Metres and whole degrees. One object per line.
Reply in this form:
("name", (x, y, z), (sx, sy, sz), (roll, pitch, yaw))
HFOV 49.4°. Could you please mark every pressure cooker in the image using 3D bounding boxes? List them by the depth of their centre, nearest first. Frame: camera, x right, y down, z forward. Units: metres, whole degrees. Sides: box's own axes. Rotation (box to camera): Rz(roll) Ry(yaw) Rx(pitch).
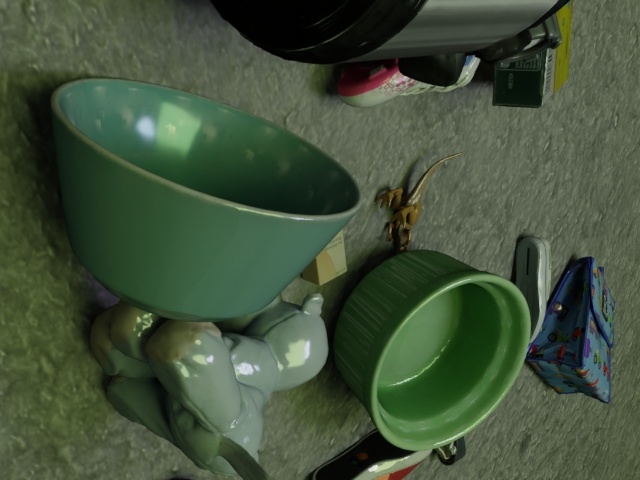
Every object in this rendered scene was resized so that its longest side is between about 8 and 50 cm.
("pressure cooker", (0.107, -0.371, 0.728), (0.420, 0.370, 0.375), (-19, 79, -42))

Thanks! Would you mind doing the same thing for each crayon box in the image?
("crayon box", (0.360, -0.344, 1.149), (0.318, 0.081, 0.202), (-35, 128, -58))

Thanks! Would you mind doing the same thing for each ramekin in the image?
("ramekin", (0.168, 0.162, 1.099), (0.304, 0.148, 0.303), (-14, 119, -26))

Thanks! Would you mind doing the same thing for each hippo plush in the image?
("hippo plush", (-0.092, 0.125, 0.808), (0.236, 0.294, 0.234), (-38, 150, -38))

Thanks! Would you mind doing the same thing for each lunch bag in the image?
("lunch bag", (0.605, 0.192, 1.610), (0.221, 0.138, 0.293), (42, 62, -42))

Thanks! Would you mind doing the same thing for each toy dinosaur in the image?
("toy dinosaur", (0.144, -0.059, 1.117), (0.112, 0.064, 0.211), (0, 114, -57))

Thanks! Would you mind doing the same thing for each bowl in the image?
("bowl", (-0.129, -0.031, 0.710), (0.312, 0.311, 0.163), (1, 119, -44))

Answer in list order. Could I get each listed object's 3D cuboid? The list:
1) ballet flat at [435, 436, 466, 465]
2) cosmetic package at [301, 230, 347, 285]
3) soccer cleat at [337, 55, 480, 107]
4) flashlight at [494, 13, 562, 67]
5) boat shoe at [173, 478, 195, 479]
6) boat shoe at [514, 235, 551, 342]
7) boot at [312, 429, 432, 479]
("ballet flat", (0.241, 0.358, 1.338), (0.074, 0.074, 0.203), (-35, 128, -31))
("cosmetic package", (0.000, 0.000, 1.000), (0.060, 0.041, 0.115), (-28, 122, -35))
("soccer cleat", (0.163, -0.259, 1.011), (0.331, 0.116, 0.143), (-43, 126, -26))
("flashlight", (0.241, -0.397, 0.953), (0.103, 0.103, 0.303), (-10, 83, -31))
("boat shoe", (-0.236, 0.458, 0.872), (0.324, 0.120, 0.122), (-53, 128, -18))
("boat shoe", (0.442, 0.103, 1.429), (0.076, 0.083, 0.226), (-6, 107, -42))
("boot", (0.095, 0.439, 1.217), (0.244, 0.088, 0.176), (-19, 117, -29))
